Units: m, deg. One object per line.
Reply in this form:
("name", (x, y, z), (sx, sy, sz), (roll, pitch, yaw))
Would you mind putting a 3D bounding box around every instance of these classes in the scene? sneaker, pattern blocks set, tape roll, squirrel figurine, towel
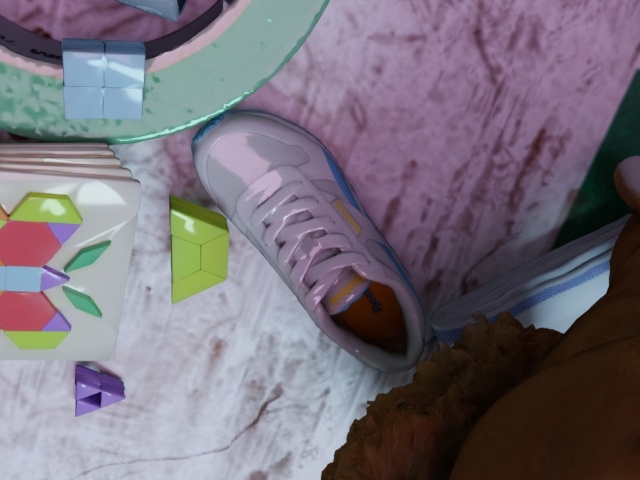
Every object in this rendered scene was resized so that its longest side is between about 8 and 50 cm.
("sneaker", (0.000, 0.000, 0.611), (0.087, 0.092, 0.228), (-40, 111, 10))
("pattern blocks set", (-0.202, 0.017, 0.564), (0.285, 0.026, 0.325), (-9, 133, -9))
("tape roll", (-0.139, -0.219, 0.508), (0.321, 0.077, 0.321), (-3, 113, -8))
("squirrel figurine", (0.182, 0.103, 0.537), (0.397, 0.370, 0.281), (-14, 119, 29))
("towel", (0.233, 0.130, 0.734), (0.209, 0.034, 0.285), (-25, 114, 3))

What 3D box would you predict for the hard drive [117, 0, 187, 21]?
("hard drive", (-0.155, -0.234, 0.427), (0.255, 0.054, 0.172), (25, 107, -18))
